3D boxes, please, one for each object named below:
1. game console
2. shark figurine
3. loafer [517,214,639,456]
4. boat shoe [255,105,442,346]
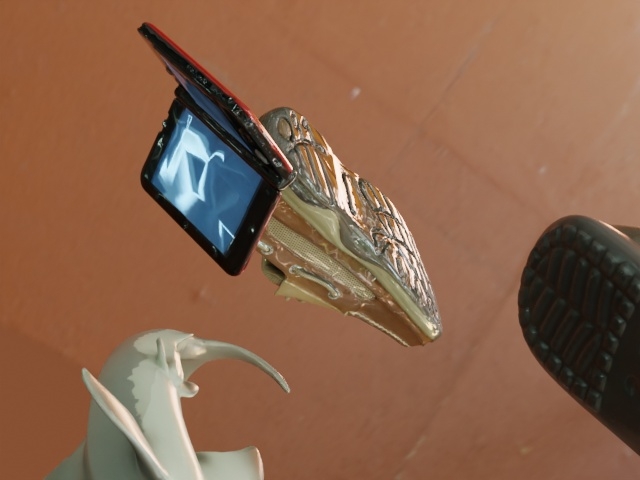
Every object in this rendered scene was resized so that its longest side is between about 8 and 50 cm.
[{"bbox_3d":[-0.093,-0.066,1.247,0.085,0.124,0.144,-44,51,-5],"label":"game console"},{"bbox_3d":[-0.104,0.110,0.923,0.166,0.116,0.278,49,14,-25],"label":"shark figurine"},{"bbox_3d":[0.265,0.104,0.991,0.130,0.133,0.366,-5,42,-36],"label":"loafer"},{"bbox_3d":[0.000,0.000,1.655,0.324,0.120,0.122,47,24,-39],"label":"boat shoe"}]
